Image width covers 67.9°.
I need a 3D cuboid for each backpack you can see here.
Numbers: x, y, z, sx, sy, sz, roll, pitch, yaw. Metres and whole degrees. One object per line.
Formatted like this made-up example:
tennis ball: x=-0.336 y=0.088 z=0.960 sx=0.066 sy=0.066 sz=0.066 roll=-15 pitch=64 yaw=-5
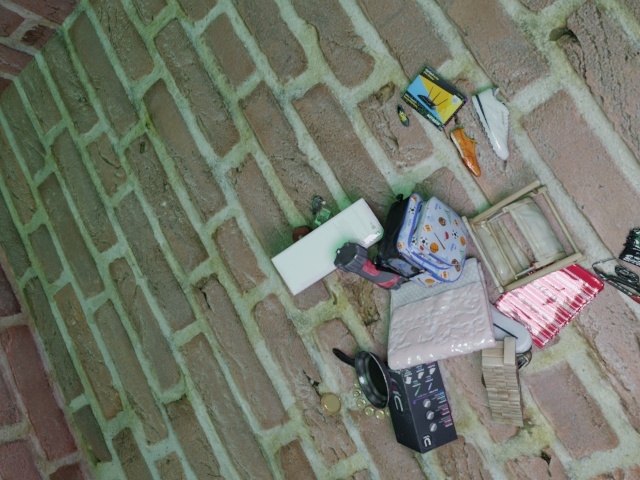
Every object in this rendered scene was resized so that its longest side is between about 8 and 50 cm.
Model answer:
backpack: x=0.329 y=0.010 z=1.455 sx=0.213 sy=0.263 sz=0.277 roll=-14 pitch=46 yaw=53

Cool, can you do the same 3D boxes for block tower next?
block tower: x=0.542 y=0.423 z=1.410 sx=0.097 sy=0.091 sz=0.336 roll=-3 pitch=131 yaw=23

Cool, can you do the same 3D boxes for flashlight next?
flashlight: x=0.167 y=0.081 z=1.522 sx=0.103 sy=0.304 sz=0.103 roll=-2 pitch=69 yaw=35

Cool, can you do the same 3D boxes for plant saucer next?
plant saucer: x=0.042 y=0.607 z=1.771 sx=0.083 sy=0.015 sz=0.084 roll=1 pitch=92 yaw=24

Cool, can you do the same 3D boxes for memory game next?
memory game: x=0.202 y=0.548 z=1.701 sx=0.186 sy=0.012 sz=0.186 roll=0 pitch=90 yaw=24

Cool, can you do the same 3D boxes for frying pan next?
frying pan: x=0.151 y=0.466 z=1.628 sx=0.326 sy=0.053 sz=0.197 roll=-23 pitch=81 yaw=65

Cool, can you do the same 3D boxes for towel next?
towel: x=0.361 y=0.227 z=1.482 sx=0.331 sy=0.053 sz=0.317 roll=-23 pitch=39 yaw=29
towel: x=0.697 y=0.174 z=1.467 sx=0.199 sy=0.031 sz=0.275 roll=43 pitch=107 yaw=18

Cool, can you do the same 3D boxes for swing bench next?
swing bench: x=0.601 y=-0.005 z=1.419 sx=0.254 sy=0.165 sz=0.253 roll=-30 pitch=71 yaw=28

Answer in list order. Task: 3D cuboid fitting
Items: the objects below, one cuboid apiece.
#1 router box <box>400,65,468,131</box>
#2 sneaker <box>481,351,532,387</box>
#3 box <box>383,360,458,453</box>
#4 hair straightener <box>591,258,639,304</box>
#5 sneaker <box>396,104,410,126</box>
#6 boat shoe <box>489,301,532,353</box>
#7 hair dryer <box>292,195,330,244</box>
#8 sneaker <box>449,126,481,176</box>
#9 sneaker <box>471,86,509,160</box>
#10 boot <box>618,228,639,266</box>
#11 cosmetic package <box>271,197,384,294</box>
router box: x=0.379 y=-0.474 z=1.589 sx=0.179 sy=0.046 sz=0.133 roll=45 pitch=107 yaw=17
sneaker: x=0.581 y=0.404 z=1.498 sx=0.188 sy=0.071 sz=0.066 roll=-47 pitch=74 yaw=17
box: x=0.311 y=0.520 z=1.545 sx=0.143 sy=0.165 sz=0.271 roll=-12 pitch=84 yaw=-21
hair straightener: x=0.906 y=0.124 z=1.374 sx=0.230 sy=0.047 sz=0.089 roll=35 pitch=87 yaw=25
sneaker: x=0.281 y=-0.430 z=1.639 sx=0.031 sy=0.035 sz=0.083 roll=-28 pitch=80 yaw=22
boat shoe: x=0.510 y=0.252 z=1.499 sx=0.121 sy=0.119 sz=0.335 roll=-45 pitch=49 yaw=-3
hair dryer: x=0.000 y=0.000 z=1.746 sx=0.223 sy=0.080 sz=0.294 roll=32 pitch=103 yaw=20
sneaker: x=0.482 y=-0.288 z=1.539 sx=0.067 sy=0.064 sz=0.175 roll=-25 pitch=83 yaw=12
sneaker: x=0.556 y=-0.368 z=1.495 sx=0.094 sy=0.090 sz=0.235 roll=-20 pitch=84 yaw=13
boot: x=0.928 y=0.028 z=1.356 sx=0.121 sy=0.045 sz=0.099 roll=26 pitch=96 yaw=20
cosmetic package: x=0.038 y=0.021 z=1.623 sx=0.365 sy=0.197 sz=0.155 roll=-33 pitch=87 yaw=7
